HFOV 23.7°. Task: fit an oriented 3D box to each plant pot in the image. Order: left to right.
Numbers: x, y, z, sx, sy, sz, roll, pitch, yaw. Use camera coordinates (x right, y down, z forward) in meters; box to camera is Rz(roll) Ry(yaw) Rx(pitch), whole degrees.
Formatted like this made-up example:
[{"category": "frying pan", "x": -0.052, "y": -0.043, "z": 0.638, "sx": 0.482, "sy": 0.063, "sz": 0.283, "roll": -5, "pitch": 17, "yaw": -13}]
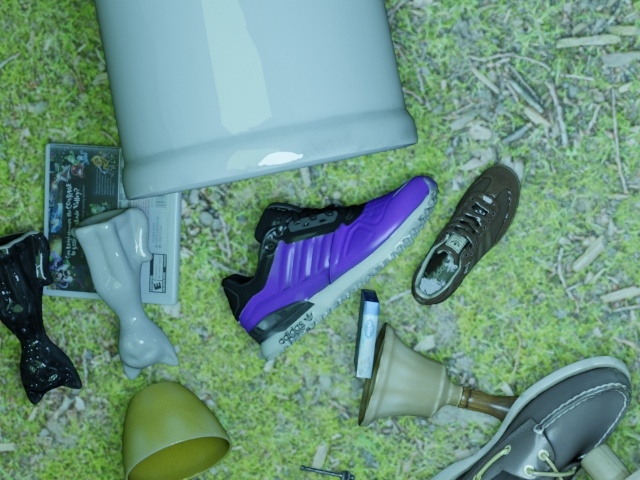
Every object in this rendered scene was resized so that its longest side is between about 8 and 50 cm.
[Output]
[{"category": "plant pot", "x": -0.184, "y": 0.227, "z": 1.840, "sx": 0.134, "sy": 0.134, "sz": 0.095, "roll": -29, "pitch": 63, "yaw": 13}]

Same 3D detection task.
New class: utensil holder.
[{"category": "utensil holder", "x": -0.088, "y": -0.262, "z": 1.665, "sx": 0.328, "sy": 0.327, "sz": 0.385, "roll": -11, "pitch": 91, "yaw": 12}]

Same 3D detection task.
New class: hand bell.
[{"category": "hand bell", "x": 0.176, "y": 0.187, "z": 1.778, "sx": 0.242, "sy": 0.126, "sz": 0.126, "roll": 15, "pitch": 99, "yaw": -2}]

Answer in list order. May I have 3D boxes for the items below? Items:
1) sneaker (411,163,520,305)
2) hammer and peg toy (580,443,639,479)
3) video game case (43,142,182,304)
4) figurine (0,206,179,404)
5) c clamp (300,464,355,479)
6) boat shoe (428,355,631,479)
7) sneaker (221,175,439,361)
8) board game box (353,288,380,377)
[{"category": "sneaker", "x": 0.170, "y": -0.001, "z": 1.762, "sx": 0.066, "sy": 0.071, "sz": 0.188, "roll": 32, "pitch": 102, "yaw": 7}, {"category": "hammer and peg toy", "x": 0.312, "y": 0.317, "z": 1.667, "sx": 0.361, "sy": 0.266, "sz": 0.127, "roll": -36, "pitch": 65, "yaw": 0}, {"category": "video game case", "x": -0.256, "y": -0.021, "z": 1.872, "sx": 0.173, "sy": 0.022, "sz": 0.190, "roll": 4, "pitch": 98, "yaw": 11}, {"category": "figurine", "x": -0.289, "y": 0.083, "z": 1.844, "sx": 0.215, "sy": 0.092, "sz": 0.209, "roll": -13, "pitch": 102, "yaw": 12}, {"category": "c clamp", "x": 0.043, "y": 0.345, "z": 1.810, "sx": 0.137, "sy": 0.022, "sz": 0.160, "roll": 5, "pitch": 53, "yaw": -8}, {"category": "boat shoe", "x": 0.235, "y": 0.261, "z": 1.734, "sx": 0.116, "sy": 0.096, "sz": 0.324, "roll": 37, "pitch": 112, "yaw": -27}, {"category": "sneaker", "x": 0.000, "y": 0.000, "z": 1.781, "sx": 0.293, "sy": 0.102, "sz": 0.146, "roll": -41, "pitch": 86, "yaw": 13}, {"category": "board game box", "x": 0.054, "y": 0.108, "z": 1.787, "sx": 0.020, "sy": 0.090, "sz": 0.090, "roll": 7, "pitch": 98, "yaw": -2}]
